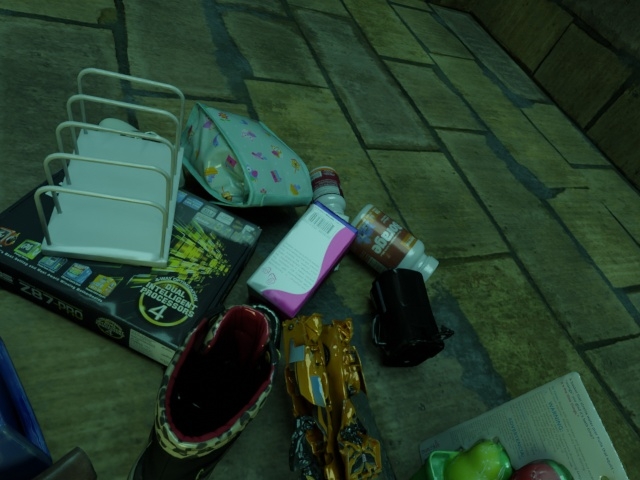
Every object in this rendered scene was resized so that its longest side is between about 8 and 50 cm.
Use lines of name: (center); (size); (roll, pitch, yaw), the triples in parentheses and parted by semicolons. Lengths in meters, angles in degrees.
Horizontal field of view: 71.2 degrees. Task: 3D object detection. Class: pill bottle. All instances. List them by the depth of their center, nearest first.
pill bottle: (0.166, 0.021, 1.064); (0.216, 0.121, 0.121); (37, 46, 9)
pill bottle: (0.016, -0.107, 1.129); (0.086, 0.086, 0.152); (5, 51, -22)

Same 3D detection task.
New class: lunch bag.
lunch bag: (-0.161, -0.161, 1.003); (0.262, 0.160, 0.223); (48, 26, 22)

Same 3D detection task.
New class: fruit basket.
fruit basket: (0.289, 0.407, 0.631); (0.165, 0.353, 0.327); (20, 43, -29)

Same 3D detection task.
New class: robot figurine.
robot figurine: (0.021, 0.272, 0.736); (0.211, 0.085, 0.291); (19, 53, -53)

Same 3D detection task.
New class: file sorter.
file sorter: (-0.341, -0.124, 0.760); (0.192, 0.173, 0.278); (8, 55, -17)

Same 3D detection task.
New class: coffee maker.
coffee maker: (0.187, 0.149, 0.929); (0.120, 0.171, 0.178); (28, 40, -41)

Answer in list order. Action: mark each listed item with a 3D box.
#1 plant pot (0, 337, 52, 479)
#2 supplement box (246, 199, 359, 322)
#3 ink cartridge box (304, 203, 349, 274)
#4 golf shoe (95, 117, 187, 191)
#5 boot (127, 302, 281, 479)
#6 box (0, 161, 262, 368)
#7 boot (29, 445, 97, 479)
plant pot: (-0.485, 0.206, 0.521); (0.212, 0.236, 0.236); (-26, 65, -32)
supplement box: (-0.036, 0.048, 0.898); (0.111, 0.114, 0.220); (37, 68, 7)
ink cartridge box: (0.000, 0.000, 1.018); (0.099, 0.056, 0.135); (18, 69, -11)
golf shoe: (-0.393, -0.207, 0.996); (0.272, 0.120, 0.105); (40, 48, 13)
boot: (-0.132, 0.188, 0.660); (0.138, 0.284, 0.377); (33, 44, 4)
box: (-0.352, 0.017, 0.837); (0.394, 0.097, 0.318); (27, 44, 0)
boot: (-0.364, 0.306, 0.494); (0.090, 0.249, 0.207); (14, 35, 28)
